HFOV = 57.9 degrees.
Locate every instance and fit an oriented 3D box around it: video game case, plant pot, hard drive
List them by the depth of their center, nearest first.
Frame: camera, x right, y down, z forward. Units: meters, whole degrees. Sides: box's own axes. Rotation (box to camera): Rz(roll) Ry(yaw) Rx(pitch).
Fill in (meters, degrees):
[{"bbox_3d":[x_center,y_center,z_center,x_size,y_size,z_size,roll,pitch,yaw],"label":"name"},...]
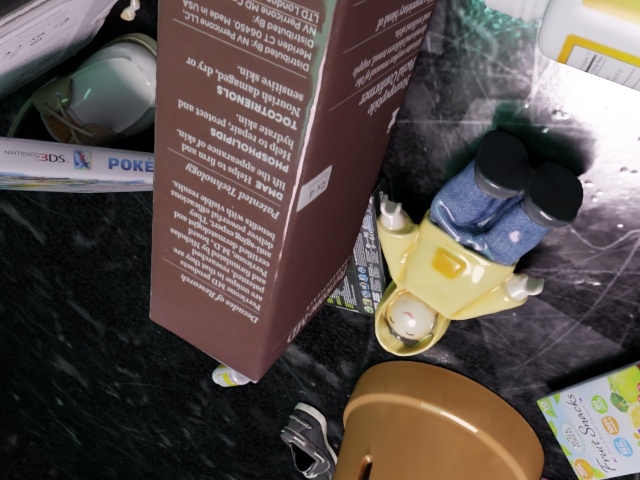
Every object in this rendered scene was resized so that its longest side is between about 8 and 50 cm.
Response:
[{"bbox_3d":[-0.296,-0.187,0.530,0.338,0.237,0.064,2,131,58],"label":"hard drive"},{"bbox_3d":[-0.329,-0.083,0.705,0.328,0.299,0.036,2,93,36],"label":"video game case"},{"bbox_3d":[0.138,0.342,0.803,0.290,0.203,0.291,20,138,20],"label":"plant pot"}]

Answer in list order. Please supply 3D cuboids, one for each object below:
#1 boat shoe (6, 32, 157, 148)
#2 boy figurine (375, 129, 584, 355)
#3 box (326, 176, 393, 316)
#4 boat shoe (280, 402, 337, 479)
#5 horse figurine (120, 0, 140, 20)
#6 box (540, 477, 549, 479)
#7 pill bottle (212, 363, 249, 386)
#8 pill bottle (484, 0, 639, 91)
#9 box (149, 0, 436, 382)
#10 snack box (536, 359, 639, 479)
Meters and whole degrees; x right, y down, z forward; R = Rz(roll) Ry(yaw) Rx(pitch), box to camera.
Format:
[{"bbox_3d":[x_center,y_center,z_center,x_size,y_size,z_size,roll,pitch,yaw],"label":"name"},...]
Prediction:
[{"bbox_3d":[-0.293,-0.158,0.727,0.302,0.103,0.113,-14,118,44],"label":"boat shoe"},{"bbox_3d":[0.127,0.019,0.592,0.177,0.092,0.285,33,137,2],"label":"boy figurine"},{"bbox_3d":[0.000,0.000,0.704,0.184,0.045,0.191,13,134,30],"label":"box"},{"bbox_3d":[-0.024,0.400,1.078,0.084,0.079,0.233,11,135,27],"label":"boat shoe"},{"bbox_3d":[-0.145,-0.268,0.542,0.263,0.066,0.174,34,145,10],"label":"horse figurine"},{"bbox_3d":[0.323,0.502,0.805,0.117,0.213,0.243,17,136,25],"label":"box"},{"bbox_3d":[-0.164,0.244,1.060,0.083,0.043,0.043,-21,114,47],"label":"pill bottle"},{"bbox_3d":[0.215,-0.147,0.344,0.214,0.117,0.117,26,139,14],"label":"pill bottle"},{"bbox_3d":[-0.033,-0.079,0.496,0.143,0.191,0.382,29,132,14],"label":"box"},{"bbox_3d":[0.317,0.196,0.624,0.141,0.037,0.100,-48,61,51],"label":"snack box"}]
